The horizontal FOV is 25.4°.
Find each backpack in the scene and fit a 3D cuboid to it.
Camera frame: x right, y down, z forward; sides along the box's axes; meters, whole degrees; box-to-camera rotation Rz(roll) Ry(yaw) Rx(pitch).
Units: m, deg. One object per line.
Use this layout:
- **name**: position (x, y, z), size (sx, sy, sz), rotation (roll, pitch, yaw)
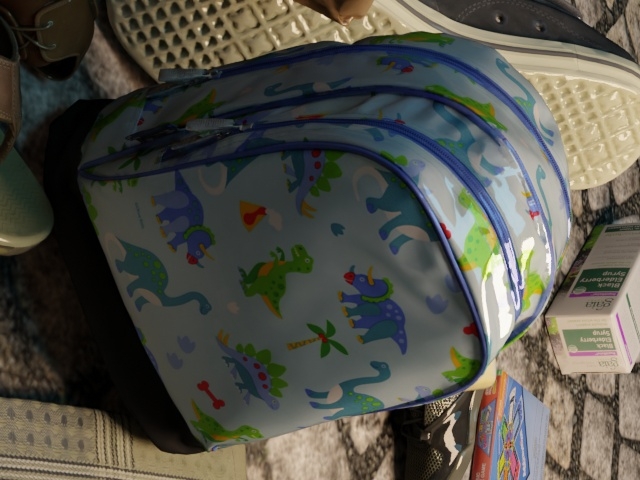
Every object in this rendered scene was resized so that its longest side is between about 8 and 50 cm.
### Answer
- **backpack**: position (0.000, 0.000, 0.982), size (0.273, 0.355, 0.290), rotation (-64, 136, -70)

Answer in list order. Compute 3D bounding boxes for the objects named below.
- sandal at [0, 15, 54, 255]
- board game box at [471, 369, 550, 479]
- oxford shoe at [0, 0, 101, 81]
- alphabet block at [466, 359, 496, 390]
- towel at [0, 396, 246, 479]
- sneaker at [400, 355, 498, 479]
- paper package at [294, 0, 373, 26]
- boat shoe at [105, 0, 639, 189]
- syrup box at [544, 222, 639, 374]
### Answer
- **sandal**: position (-0.245, -0.125, 0.899), size (0.120, 0.086, 0.303), rotation (-64, 136, -62)
- **board game box**: position (0.213, 0.305, 1.634), size (0.145, 0.027, 0.281), rotation (40, 53, -50)
- **oxford shoe**: position (-0.191, -0.162, 0.963), size (0.212, 0.076, 0.076), rotation (67, 28, -78)
- **alphabet block**: position (0.022, 0.042, 1.219), size (0.197, 0.193, 0.193), rotation (6, 79, -57)
- **towel**: position (-0.146, 0.278, 1.022), size (0.324, 0.056, 0.312), rotation (22, 53, -53)
- **sneaker**: position (0.100, 0.157, 1.435), size (0.130, 0.087, 0.228), rotation (16, 90, -30)
- **paper package**: position (-0.036, -0.374, 1.038), size (0.168, 0.309, 0.325), rotation (116, 0, -67)
- **boat shoe**: position (0.054, -0.169, 1.214), size (0.500, 0.187, 0.156), rotation (10, 39, -23)
- **syrup box**: position (0.385, 0.074, 1.875), size (0.237, 0.093, 0.096), rotation (-49, 126, -49)
